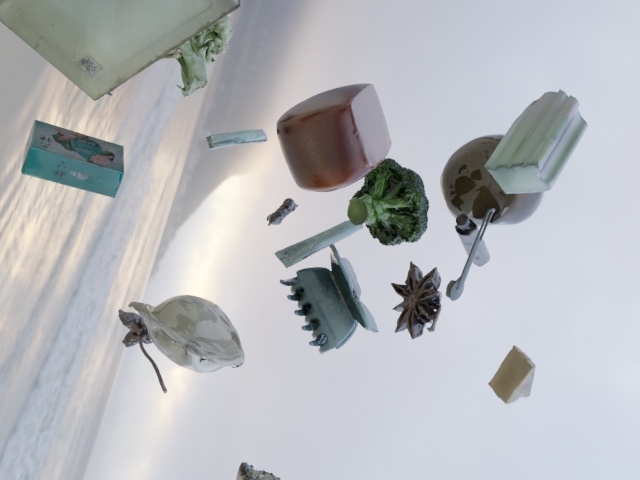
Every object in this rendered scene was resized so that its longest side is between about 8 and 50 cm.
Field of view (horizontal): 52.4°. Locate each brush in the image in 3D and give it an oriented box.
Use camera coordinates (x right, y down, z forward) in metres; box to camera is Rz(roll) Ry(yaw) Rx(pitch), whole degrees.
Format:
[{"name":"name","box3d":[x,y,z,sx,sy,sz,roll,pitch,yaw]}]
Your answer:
[{"name":"brush","box3d":[0.391,0.035,1.693,0.027,0.062,0.266,32,-73,41]}]

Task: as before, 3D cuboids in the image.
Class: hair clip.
[{"name":"hair clip","box3d":[0.033,0.222,2.288,0.318,0.239,0.392,64,4,12]}]

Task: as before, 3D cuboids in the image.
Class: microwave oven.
[{"name":"microwave oven","box3d":[-0.395,-0.528,1.263,0.395,0.333,0.247,-23,-132,23]}]

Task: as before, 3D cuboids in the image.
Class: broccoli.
[{"name":"broccoli","box3d":[0.203,-0.120,2.081,0.298,0.297,0.297,5,-84,45]}]

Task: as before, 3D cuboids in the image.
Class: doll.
[{"name":"doll","box3d":[-0.142,-0.101,2.373,0.139,0.057,0.165,-42,-177,-3]}]

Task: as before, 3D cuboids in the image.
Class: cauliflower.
[{"name":"cauliflower","box3d":[-0.372,-0.623,1.985,0.261,0.281,0.327,-21,-166,33]}]

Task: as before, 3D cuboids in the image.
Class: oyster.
[{"name":"oyster","box3d":[-0.157,0.535,1.304,0.198,0.092,0.259,-32,146,-41]}]

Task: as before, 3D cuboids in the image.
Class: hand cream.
[{"name":"hand cream","box3d":[0.000,0.000,2.293,0.085,0.331,0.058,50,-27,33]}]

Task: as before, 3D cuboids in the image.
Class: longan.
[{"name":"longan","box3d":[0.603,-0.201,2.290,0.361,0.361,0.360,-163,-90,-77]}]

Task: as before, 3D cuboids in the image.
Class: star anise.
[{"name":"star anise","box3d":[-0.512,0.317,1.839,0.148,0.219,0.227,-50,-164,17]},{"name":"star anise","box3d":[0.281,0.180,1.827,0.230,0.081,0.262,-58,-150,13]}]

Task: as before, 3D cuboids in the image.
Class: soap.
[{"name":"soap","box3d":[0.668,-0.305,1.977,0.208,0.115,0.347,2,-131,54]}]

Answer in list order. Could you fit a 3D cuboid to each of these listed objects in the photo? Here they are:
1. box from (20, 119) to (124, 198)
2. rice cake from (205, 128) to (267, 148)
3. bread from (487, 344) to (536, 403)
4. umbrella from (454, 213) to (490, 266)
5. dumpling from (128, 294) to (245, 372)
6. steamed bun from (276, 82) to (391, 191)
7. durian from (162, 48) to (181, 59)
[{"name":"box","box3d":[-0.658,-0.218,1.746,0.092,0.245,0.153,-57,-147,28]},{"name":"rice cake","box3d":[-0.249,-0.301,1.929,0.034,0.211,0.043,-19,-93,50]},{"name":"bread","box3d":[0.489,0.319,1.581,0.077,0.105,0.152,52,-45,34]},{"name":"umbrella","box3d":[0.491,0.000,2.109,0.067,0.073,0.337,-51,149,-5]},{"name":"dumpling","box3d":[-0.338,0.219,1.592,0.181,0.260,0.341,-51,-145,17]},{"name":"steamed bun","box3d":[0.027,-0.262,1.681,0.379,0.248,0.234,-56,129,-63]},{"name":"durian","box3d":[-0.439,-0.514,1.727,0.140,0.110,0.070,-11,-100,30]}]
